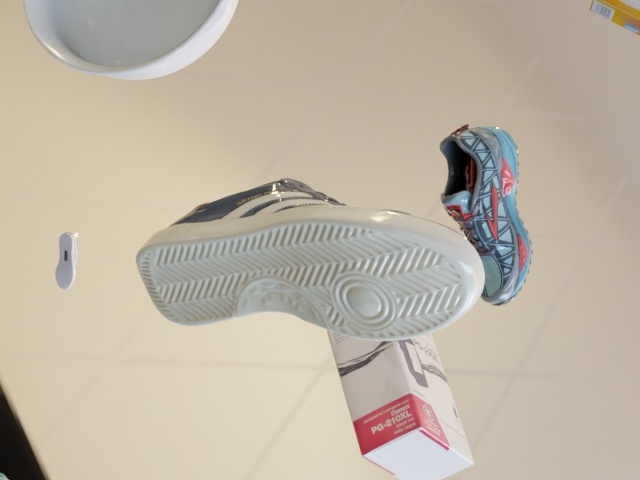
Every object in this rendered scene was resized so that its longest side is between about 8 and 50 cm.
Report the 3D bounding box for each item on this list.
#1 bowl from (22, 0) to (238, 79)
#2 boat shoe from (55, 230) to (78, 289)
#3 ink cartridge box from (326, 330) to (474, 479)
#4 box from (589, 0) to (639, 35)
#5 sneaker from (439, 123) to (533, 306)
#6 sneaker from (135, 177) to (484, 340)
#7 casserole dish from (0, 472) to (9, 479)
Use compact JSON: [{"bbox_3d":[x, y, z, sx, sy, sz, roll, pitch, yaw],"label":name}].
[{"bbox_3d":[-0.217,-0.321,1.467,0.298,0.298,0.134,53,3,25],"label":"bowl"},{"bbox_3d":[-0.423,0.032,1.934,0.035,0.035,0.100,9,-75,19],"label":"boat shoe"},{"bbox_3d":[0.109,0.208,1.625,0.172,0.100,0.237,40,27,-48],"label":"ink cartridge box"},{"bbox_3d":[0.383,-0.300,1.346,0.081,0.136,0.028,31,-30,15],"label":"box"},{"bbox_3d":[0.217,-0.035,1.634,0.104,0.125,0.262,-19,-106,50],"label":"sneaker"},{"bbox_3d":[0.000,0.000,1.052,0.350,0.148,0.131,2,-59,32],"label":"sneaker"},{"bbox_3d":[-0.398,0.328,1.252,0.114,0.188,0.037,-2,-41,18],"label":"casserole dish"}]
